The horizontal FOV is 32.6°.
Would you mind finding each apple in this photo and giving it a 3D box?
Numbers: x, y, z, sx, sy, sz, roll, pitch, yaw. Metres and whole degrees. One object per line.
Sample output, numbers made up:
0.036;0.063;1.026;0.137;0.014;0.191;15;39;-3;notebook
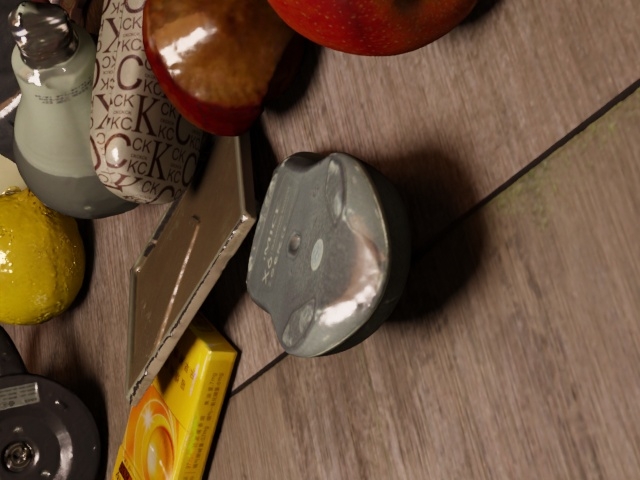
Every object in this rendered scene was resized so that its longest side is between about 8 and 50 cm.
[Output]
0.037;-0.229;0.840;0.168;0.181;0.181;54;130;44;apple

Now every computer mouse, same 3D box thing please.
0.000;0.000;0.959;0.379;0.090;0.167;-145;71;-68;computer mouse

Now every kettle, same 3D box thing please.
-0.432;0.243;1.481;0.290;0.207;0.268;178;88;-66;kettle

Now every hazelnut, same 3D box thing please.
-0.080;-0.211;1.058;0.202;0.160;0.170;-47;50;-9;hazelnut

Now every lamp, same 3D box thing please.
-0.253;-0.147;1.226;0.314;0.182;0.182;114;146;-59;lamp

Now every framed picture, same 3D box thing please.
-0.144;0.008;1.164;0.289;0.016;0.213;-55;28;33;framed picture

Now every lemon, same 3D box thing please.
-0.405;0.021;1.484;0.173;0.173;0.206;35;122;53;lemon

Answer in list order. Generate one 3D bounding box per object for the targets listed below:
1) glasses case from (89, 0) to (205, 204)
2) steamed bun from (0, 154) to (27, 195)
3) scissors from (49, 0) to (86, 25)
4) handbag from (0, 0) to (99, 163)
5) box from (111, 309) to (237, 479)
-0.170;-0.214;1.166;0.085;0.137;0.355;2;79;28;glasses case
-0.502;-0.049;1.613;0.250;0.200;0.155;124;142;-56;steamed bun
-0.340;-0.372;1.563;0.242;0.030;0.118;-47;48;45;scissors
-0.366;-0.208;1.450;0.181;0.181;0.254;-35;49;15;handbag
-0.169;0.210;1.218;0.152;0.043;0.269;41;120;54;box
